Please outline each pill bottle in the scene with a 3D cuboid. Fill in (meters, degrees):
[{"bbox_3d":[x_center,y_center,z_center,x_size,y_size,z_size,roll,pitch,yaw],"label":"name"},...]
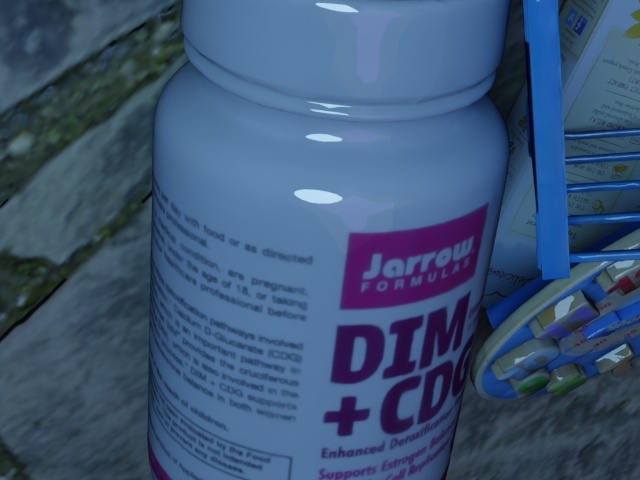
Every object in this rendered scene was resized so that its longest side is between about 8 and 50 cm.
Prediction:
[{"bbox_3d":[0.000,0.000,0.529,0.160,0.160,0.283,-4,123,-15],"label":"pill bottle"}]

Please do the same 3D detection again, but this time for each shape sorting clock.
[{"bbox_3d":[0.171,0.030,0.577,0.206,0.040,0.206,-19,151,-11],"label":"shape sorting clock"}]

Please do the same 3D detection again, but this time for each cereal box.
[{"bbox_3d":[0.189,-0.056,0.624,0.173,0.047,0.240,13,118,-23],"label":"cereal box"}]

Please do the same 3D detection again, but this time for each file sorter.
[{"bbox_3d":[0.138,-0.074,0.473,0.104,0.170,0.118,-4,112,11],"label":"file sorter"}]
